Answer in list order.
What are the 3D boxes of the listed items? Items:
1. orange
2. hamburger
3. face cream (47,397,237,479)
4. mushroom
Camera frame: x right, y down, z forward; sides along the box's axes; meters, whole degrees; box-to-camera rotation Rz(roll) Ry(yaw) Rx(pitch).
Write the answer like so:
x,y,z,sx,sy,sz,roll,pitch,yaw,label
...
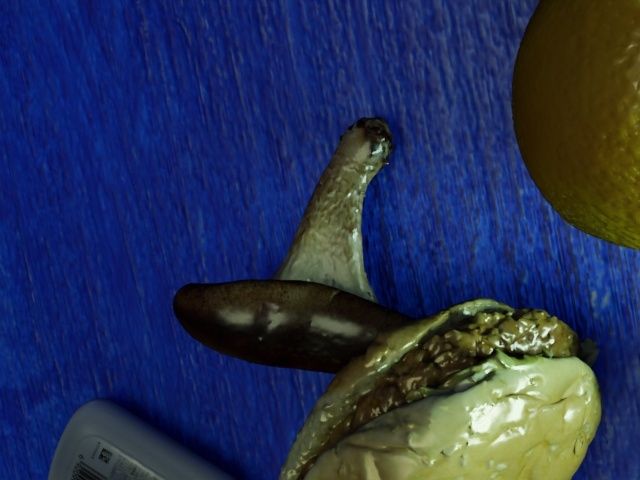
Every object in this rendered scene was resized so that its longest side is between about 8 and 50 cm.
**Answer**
x,y,z,sx,sy,sz,roll,pitch,yaw,label
0.236,-0.100,0.736,0.236,0.236,0.236,5,103,25,orange
0.092,0.177,0.846,0.144,0.260,0.283,47,130,45,hamburger
-0.130,0.271,1.073,0.291,0.071,0.144,26,111,19,face cream
0.000,0.000,0.930,0.227,0.148,0.217,8,84,-3,mushroom
